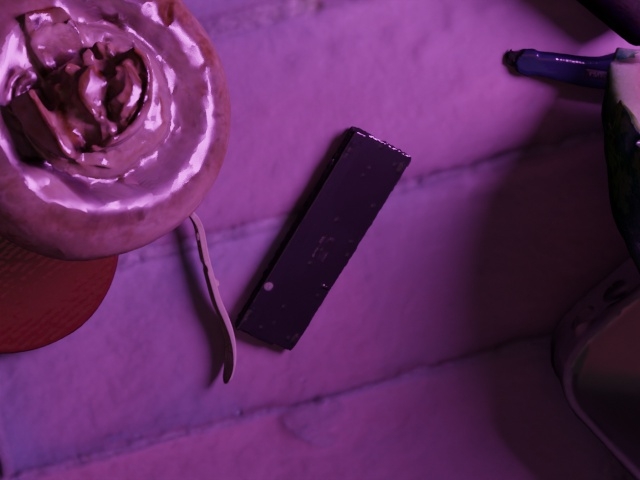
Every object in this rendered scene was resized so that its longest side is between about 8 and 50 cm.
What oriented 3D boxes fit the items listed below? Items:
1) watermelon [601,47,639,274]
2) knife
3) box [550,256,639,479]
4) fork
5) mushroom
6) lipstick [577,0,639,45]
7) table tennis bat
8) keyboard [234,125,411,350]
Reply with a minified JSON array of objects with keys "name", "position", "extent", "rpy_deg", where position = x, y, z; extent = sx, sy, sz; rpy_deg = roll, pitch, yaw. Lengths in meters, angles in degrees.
[{"name":"watermelon","position":[0.367,0.011,1.293],"extent":[0.292,0.222,0.319],"rpy_deg":[-4,96,3]},{"name":"knife","position":[0.208,-0.139,1.425],"extent":[0.121,0.018,0.031],"rpy_deg":[6,115,-9]},{"name":"box","position":[0.446,0.102,1.490],"extent":[0.396,0.111,0.396],"rpy_deg":[-43,107,9]},{"name":"fork","position":[-0.097,0.016,1.437],"extent":[0.028,0.034,0.219],"rpy_deg":[-21,115,-28]},{"name":"mushroom","position":[-0.170,-0.100,1.296],"extent":[0.226,0.178,0.227],"rpy_deg":[6,75,-25]},{"name":"lipstick","position":[0.160,-0.260,1.343],"extent":[0.299,0.081,0.081],"rpy_deg":[37,101,-18]},{"name":"table tennis bat","position":[-0.289,-0.040,1.386],"extent":[0.200,0.038,0.310],"rpy_deg":[-39,109,4]},{"name":"keyboard","position":[0.000,0.000,1.449],"extent":[0.060,0.018,0.195],"rpy_deg":[27,104,-23]}]
